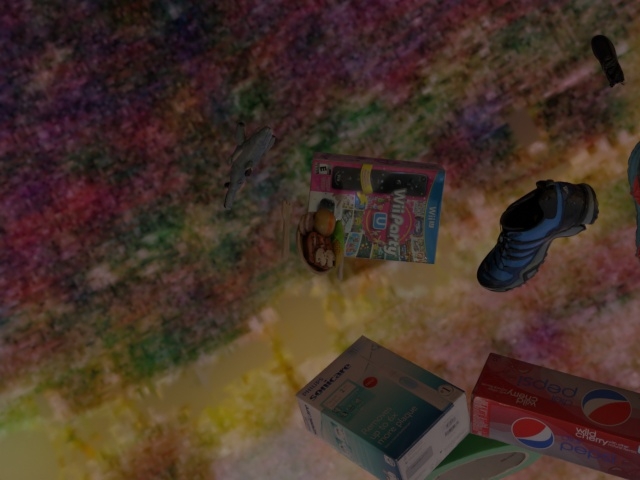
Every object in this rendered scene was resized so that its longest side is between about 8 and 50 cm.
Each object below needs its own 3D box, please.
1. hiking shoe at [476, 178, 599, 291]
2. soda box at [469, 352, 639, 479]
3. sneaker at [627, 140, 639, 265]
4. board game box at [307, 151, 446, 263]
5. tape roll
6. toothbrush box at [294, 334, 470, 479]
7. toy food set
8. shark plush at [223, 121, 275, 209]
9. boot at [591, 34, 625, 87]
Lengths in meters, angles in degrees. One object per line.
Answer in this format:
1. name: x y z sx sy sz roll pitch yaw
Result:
1. hiking shoe: 0.368 -0.017 1.842 0.132 0.113 0.304 15 135 -26
2. soda box: 0.342 0.242 1.361 0.263 0.083 0.092 14 -137 22
3. sneaker: 0.516 -0.019 1.451 0.104 0.262 0.125 -20 -164 3
4. board game box: 0.123 -0.075 2.294 0.303 0.224 0.097 5 -167 -2
5. tape roll: 0.343 0.484 2.238 0.321 0.077 0.321 -13 152 -7
6. toothbrush box: 0.130 0.355 2.064 0.216 0.126 0.295 -38 -138 -26
7. toy food set: 0.000 0.000 1.894 0.038 0.132 0.192 -11 160 36
8. shark plush: -0.133 -0.131 1.689 0.161 0.073 0.067 -52 -149 8
9. boot: 0.609 -0.381 2.110 0.045 0.121 0.099 -23 -178 19
